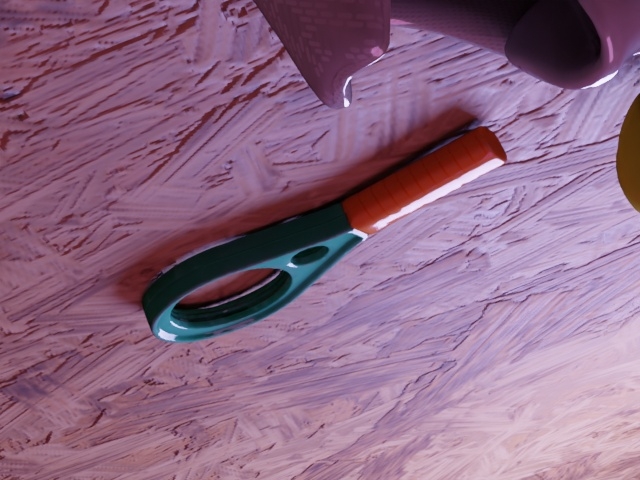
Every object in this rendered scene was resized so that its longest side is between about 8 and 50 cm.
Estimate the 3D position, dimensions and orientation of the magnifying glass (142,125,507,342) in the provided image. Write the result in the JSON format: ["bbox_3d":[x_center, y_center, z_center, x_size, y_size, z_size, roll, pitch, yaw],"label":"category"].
[{"bbox_3d":[0.000,0.000,0.993,0.231,0.026,0.092,-30,156,20],"label":"magnifying glass"}]

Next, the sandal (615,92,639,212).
[{"bbox_3d":[0.315,-0.083,0.961,0.317,0.126,0.138,-22,162,6],"label":"sandal"}]

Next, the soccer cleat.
[{"bbox_3d":[0.120,-0.124,0.653,0.331,0.143,0.116,-13,157,-19],"label":"soccer cleat"}]
